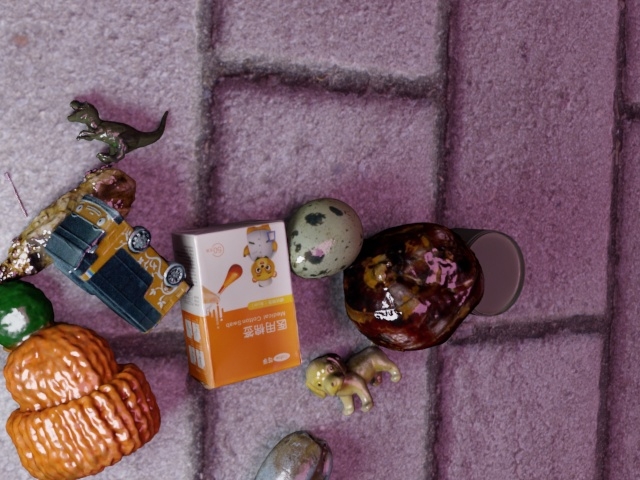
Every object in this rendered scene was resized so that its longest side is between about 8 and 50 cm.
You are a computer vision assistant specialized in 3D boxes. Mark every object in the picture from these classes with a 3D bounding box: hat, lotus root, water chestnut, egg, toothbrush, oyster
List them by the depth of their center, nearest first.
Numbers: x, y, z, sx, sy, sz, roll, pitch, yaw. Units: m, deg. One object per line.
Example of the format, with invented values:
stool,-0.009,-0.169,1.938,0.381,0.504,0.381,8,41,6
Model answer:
hat,-0.489,0.254,1.654,0.285,0.285,0.400,-16,86,-29
toothbrush,-0.609,-0.089,1.680,0.008,0.006,0.096,-26,105,-17
oyster,-0.511,-0.020,1.703,0.345,0.079,0.128,-42,133,-19
egg,0.000,0.000,1.933,0.228,0.177,0.177,-42,114,-44
lotus root,-0.095,0.590,1.951,0.322,0.140,0.158,-57,141,-8
water chestnut,0.233,0.128,2.023,0.335,0.335,0.347,-51,128,-18

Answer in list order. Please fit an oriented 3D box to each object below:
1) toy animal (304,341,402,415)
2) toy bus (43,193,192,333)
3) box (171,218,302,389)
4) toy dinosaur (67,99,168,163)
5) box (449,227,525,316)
toy animal,0.080,0.332,2.049,0.233,0.121,0.168,-25,92,-31
toy bus,-0.405,0.050,1.687,0.167,0.139,0.275,-51,138,-16
box,-0.185,0.135,1.862,0.225,0.143,0.341,-10,97,-29
toy dinosaur,-0.414,-0.250,1.739,0.187,0.087,0.178,40,75,-27
box,0.404,0.082,2.199,0.226,0.149,0.226,-2,94,-31
